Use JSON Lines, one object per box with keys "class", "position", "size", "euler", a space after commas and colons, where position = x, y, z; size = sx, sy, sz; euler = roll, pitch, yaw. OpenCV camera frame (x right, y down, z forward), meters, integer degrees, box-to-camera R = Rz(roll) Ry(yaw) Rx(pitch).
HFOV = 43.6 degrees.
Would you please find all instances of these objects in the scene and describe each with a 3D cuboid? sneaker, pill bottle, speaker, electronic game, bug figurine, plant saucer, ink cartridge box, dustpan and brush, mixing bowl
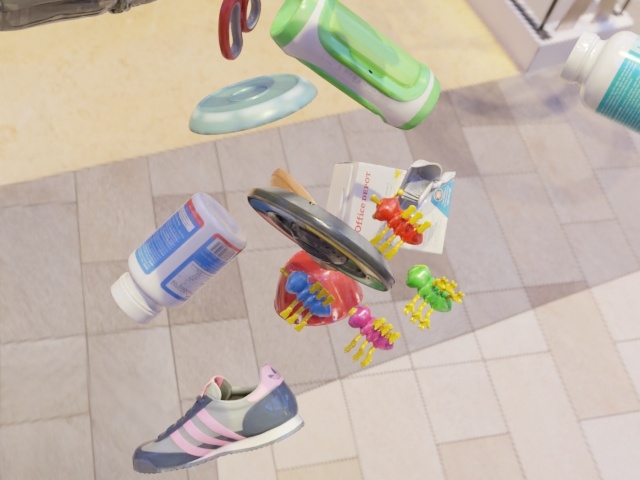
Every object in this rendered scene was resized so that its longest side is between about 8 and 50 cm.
{"class": "sneaker", "position": [-0.188, 0.298, 1.352], "size": [0.319, 0.112, 0.131], "euler": [-19, 93, 13]}
{"class": "pill bottle", "position": [-0.240, 0.035, 1.333], "size": [0.221, 0.124, 0.124], "euler": [-41, 67, 8]}
{"class": "speaker", "position": [0.063, -0.310, 1.372], "size": [0.296, 0.131, 0.131], "euler": [31, 50, -24]}
{"class": "electronic game", "position": [0.000, 0.000, 1.068], "size": [0.229, 0.229, 0.048], "euler": [31, 82, 10]}
{"class": "pill bottle", "position": [0.547, -0.259, 1.358], "size": [0.264, 0.146, 0.146], "euler": [29, 55, 12]}
{"class": "bug figurine", "position": [0.081, 0.065, 1.226], "size": [0.216, 0.279, 0.072], "euler": [49, 22, -7]}
{"class": "plant saucer", "position": [-0.164, -0.330, 1.886], "size": [0.317, 0.044, 0.317], "euler": [-12, 26, 6]}
{"class": "plant saucer", "position": [-0.024, -0.026, 1.297], "size": [0.037, 0.200, 0.200], "euler": [-36, 69, -10]}
{"class": "ink cartridge box", "position": [0.147, -0.073, 1.793], "size": [0.232, 0.168, 0.171], "euler": [10, 91, -19]}
{"class": "dustpan and brush", "position": [0.207, -0.105, 1.549], "size": [0.060, 0.147, 0.211], "euler": [29, 34, 13]}
{"class": "mixing bowl", "position": [-0.009, 0.077, 1.586], "size": [0.181, 0.098, 0.181], "euler": [-5, 32, 3]}

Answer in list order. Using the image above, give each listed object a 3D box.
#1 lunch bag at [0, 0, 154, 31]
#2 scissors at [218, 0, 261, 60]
{"class": "lunch bag", "position": [-0.135, -0.308, 0.507], "size": [0.256, 0.305, 0.212], "euler": [-19, 54, -24]}
{"class": "scissors", "position": [-0.107, -0.369, 1.049], "size": [0.021, 0.297, 0.109], "euler": [24, 57, 12]}
